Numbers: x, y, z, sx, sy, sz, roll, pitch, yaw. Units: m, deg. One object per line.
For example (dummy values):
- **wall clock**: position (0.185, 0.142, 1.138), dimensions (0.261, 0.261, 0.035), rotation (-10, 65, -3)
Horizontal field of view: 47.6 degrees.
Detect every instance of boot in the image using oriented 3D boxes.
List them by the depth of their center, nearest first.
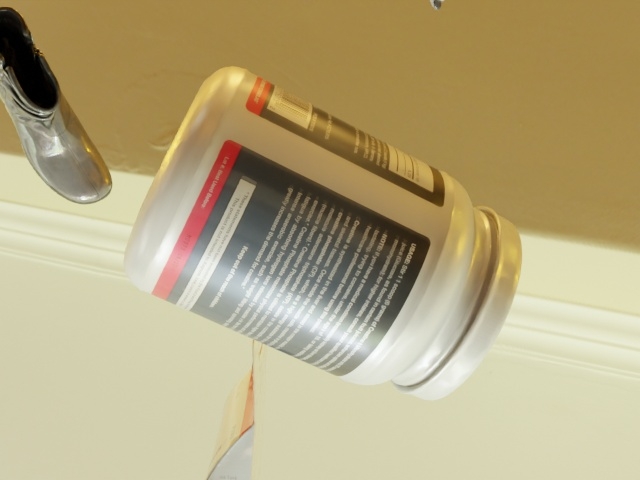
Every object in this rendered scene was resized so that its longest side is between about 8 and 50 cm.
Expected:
- **boot**: position (-0.465, -0.207, 1.227), dimensions (0.118, 0.223, 0.338), rotation (-39, -74, -19)

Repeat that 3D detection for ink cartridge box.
- **ink cartridge box**: position (-0.149, 0.312, 1.274), dimensions (0.091, 0.308, 0.384), rotation (2, -79, -1)

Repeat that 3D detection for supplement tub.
- **supplement tub**: position (0.000, 0.000, 0.587), dimensions (0.272, 0.191, 0.191), rotation (26, -94, -11)

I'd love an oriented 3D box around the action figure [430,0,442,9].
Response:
- **action figure**: position (0.133, -0.429, 0.852), dimensions (0.341, 0.330, 0.178), rotation (12, -124, 33)
